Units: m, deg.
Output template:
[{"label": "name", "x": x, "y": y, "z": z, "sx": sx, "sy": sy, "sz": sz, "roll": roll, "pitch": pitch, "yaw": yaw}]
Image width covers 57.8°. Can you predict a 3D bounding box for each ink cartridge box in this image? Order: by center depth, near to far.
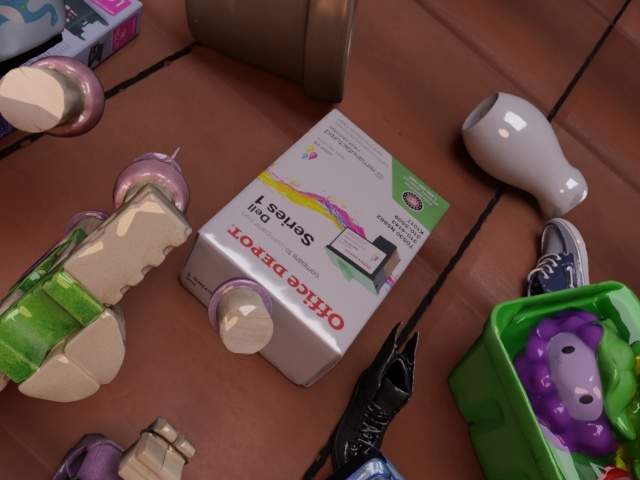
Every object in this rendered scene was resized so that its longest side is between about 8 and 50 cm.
[{"label": "ink cartridge box", "x": 0.000, "y": 0.000, "z": 0.704, "sx": 0.201, "sy": 0.117, "sz": 0.278, "roll": 40, "pitch": 53, "yaw": 2}, {"label": "ink cartridge box", "x": -0.388, "y": -0.256, "z": 0.715, "sx": 0.185, "sy": 0.065, "sz": 0.311, "roll": 33, "pitch": 55, "yaw": -3}]

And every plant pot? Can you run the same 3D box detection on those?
[{"label": "plant pot", "x": -0.060, "y": -0.344, "z": 0.827, "sx": 0.229, "sy": 0.263, "sz": 0.263, "roll": 10, "pitch": 56, "yaw": 2}]

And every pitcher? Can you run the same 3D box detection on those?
[{"label": "pitcher", "x": 0.336, "y": -0.155, "z": 0.966, "sx": 0.207, "sy": 0.125, "sz": 0.178, "roll": 39, "pitch": 31, "yaw": -12}]

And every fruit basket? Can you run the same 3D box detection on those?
[{"label": "fruit basket", "x": 0.356, "y": 0.205, "z": 0.596, "sx": 0.282, "sy": 0.392, "sz": 0.392, "roll": -6, "pitch": 64, "yaw": -28}]

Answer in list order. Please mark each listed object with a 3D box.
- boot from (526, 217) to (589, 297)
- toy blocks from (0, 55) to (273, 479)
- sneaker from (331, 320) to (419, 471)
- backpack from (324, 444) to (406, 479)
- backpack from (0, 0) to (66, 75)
[{"label": "boot", "x": 0.349, "y": 0.047, "z": 0.868, "sx": 0.086, "sy": 0.069, "sz": 0.190, "roll": 10, "pitch": 59, "yaw": -23}, {"label": "toy blocks", "x": -0.219, "y": 0.039, "z": 0.528, "sx": 0.288, "sy": 0.260, "sz": 0.309, "roll": -42, "pitch": 110, "yaw": -1}, {"label": "sneaker", "x": 0.064, "y": 0.180, "z": 0.644, "sx": 0.051, "sy": 0.089, "sz": 0.170, "roll": 28, "pitch": 53, "yaw": -8}, {"label": "backpack", "x": 0.052, "y": 0.281, "z": 0.570, "sx": 0.105, "sy": 0.084, "sz": 0.114, "roll": -39, "pitch": 91, "yaw": -4}, {"label": "backpack", "x": -0.368, "y": -0.231, "z": 0.450, "sx": 0.355, "sy": 0.274, "sz": 0.290, "roll": 38, "pitch": 45, "yaw": 22}]
